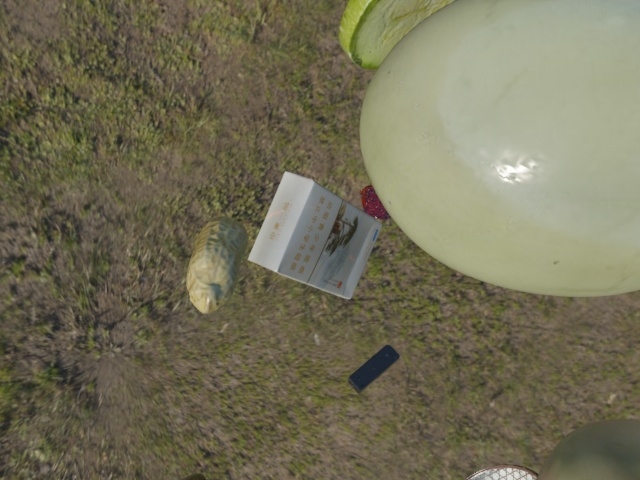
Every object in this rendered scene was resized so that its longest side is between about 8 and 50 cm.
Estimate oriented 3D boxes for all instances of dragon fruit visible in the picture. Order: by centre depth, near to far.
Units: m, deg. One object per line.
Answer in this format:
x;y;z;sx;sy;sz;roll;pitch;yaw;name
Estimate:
0.181;-0.119;1.945;0.131;0.063;0.097;13;94;-27;dragon fruit

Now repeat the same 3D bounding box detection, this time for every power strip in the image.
0.103;0.250;1.195;0.111;0.029;0.038;-35;68;-22;power strip

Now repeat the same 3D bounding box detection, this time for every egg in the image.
0.162;-0.070;0.434;0.270;0.219;0.219;12;76;1;egg

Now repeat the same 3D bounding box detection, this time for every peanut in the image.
-0.277;0.058;1.635;0.140;0.153;0.325;24;43;-16;peanut

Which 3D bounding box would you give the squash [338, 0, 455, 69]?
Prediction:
0.123;-0.313;0.819;0.219;0.219;0.041;-30;70;-21;squash

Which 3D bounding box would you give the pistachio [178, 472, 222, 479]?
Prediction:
-0.290;0.595;1.380;0.130;0.206;0.131;15;93;24;pistachio

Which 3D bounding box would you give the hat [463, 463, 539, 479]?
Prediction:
0.238;0.393;0.785;0.082;0.193;0.193;47;69;-22;hat

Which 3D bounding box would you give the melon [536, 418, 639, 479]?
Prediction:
0.316;0.297;0.533;0.223;0.317;0.222;-3;117;-7;melon

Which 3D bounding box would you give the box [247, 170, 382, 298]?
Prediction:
0.001;0.000;0.995;0.233;0.067;0.149;27;88;-55;box
